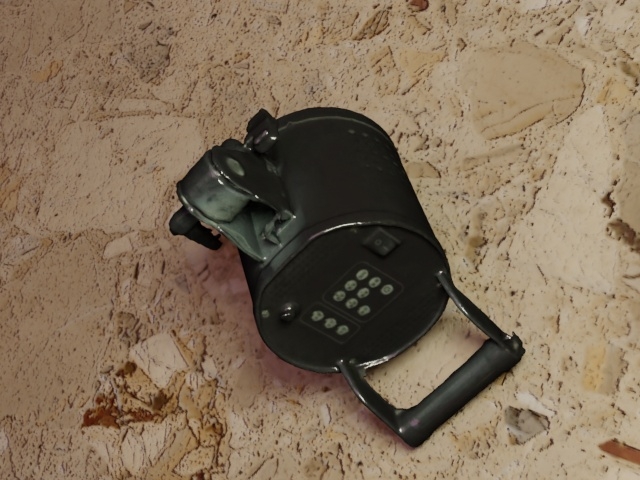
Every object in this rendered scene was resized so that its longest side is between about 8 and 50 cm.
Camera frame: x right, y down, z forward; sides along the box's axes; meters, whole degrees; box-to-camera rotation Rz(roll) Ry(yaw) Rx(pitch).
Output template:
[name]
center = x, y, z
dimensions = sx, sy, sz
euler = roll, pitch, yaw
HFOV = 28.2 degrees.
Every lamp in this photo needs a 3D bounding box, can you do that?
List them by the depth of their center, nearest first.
[lamp]
center = 0.020, -0.003, 1.355
dimensions = 0.205, 0.374, 0.272
euler = -44, 18, 22
